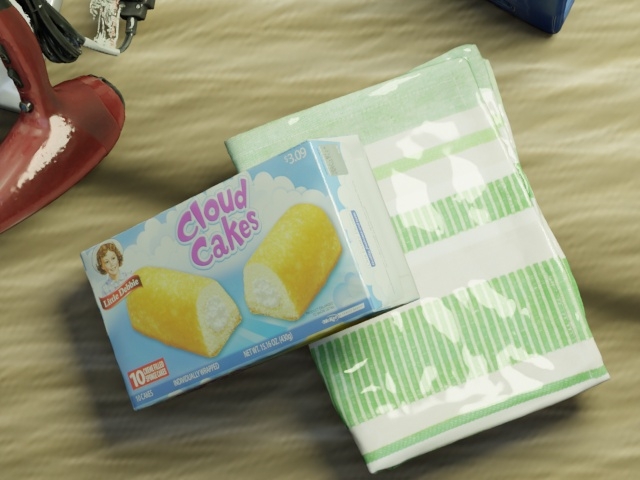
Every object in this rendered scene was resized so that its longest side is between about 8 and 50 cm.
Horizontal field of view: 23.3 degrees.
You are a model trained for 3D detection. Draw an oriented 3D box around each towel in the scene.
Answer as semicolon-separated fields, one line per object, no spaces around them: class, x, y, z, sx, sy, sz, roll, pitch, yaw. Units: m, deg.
towel;0.089;0.015;1.371;0.248;0.038;0.325;-22;84;-4

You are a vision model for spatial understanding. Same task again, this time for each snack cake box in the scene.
snack cake box;-0.065;0.029;1.327;0.264;0.089;0.152;-25;83;30

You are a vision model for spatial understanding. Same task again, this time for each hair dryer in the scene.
hair dryer;-0.257;-0.140;1.358;0.080;0.223;0.293;10;88;40

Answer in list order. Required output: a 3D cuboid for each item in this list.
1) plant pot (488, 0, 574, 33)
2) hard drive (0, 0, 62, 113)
plant pot;0.167;-0.351;1.373;0.212;0.236;0.236;26;84;9
hard drive;-0.398;-0.258;1.450;0.318;0.040;0.210;15;83;2
